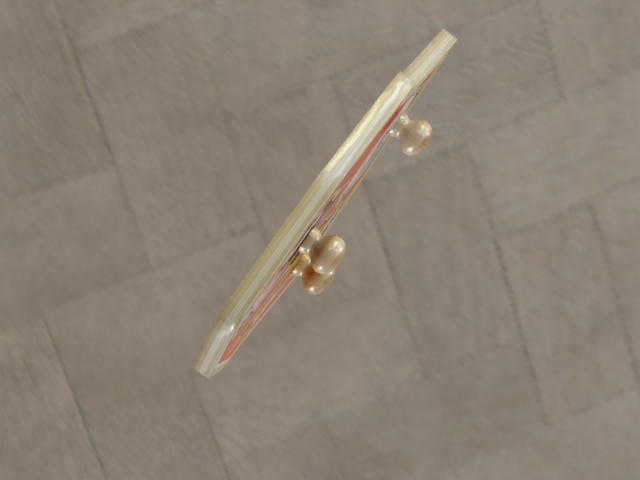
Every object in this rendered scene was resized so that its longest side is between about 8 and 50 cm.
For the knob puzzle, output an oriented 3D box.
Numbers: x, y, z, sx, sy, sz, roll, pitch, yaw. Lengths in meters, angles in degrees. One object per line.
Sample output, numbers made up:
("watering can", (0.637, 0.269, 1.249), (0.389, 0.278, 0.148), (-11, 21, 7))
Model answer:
("knob puzzle", (0.000, 0.000, 0.882), (0.030, 0.213, 0.213), (36, 92, 2))
